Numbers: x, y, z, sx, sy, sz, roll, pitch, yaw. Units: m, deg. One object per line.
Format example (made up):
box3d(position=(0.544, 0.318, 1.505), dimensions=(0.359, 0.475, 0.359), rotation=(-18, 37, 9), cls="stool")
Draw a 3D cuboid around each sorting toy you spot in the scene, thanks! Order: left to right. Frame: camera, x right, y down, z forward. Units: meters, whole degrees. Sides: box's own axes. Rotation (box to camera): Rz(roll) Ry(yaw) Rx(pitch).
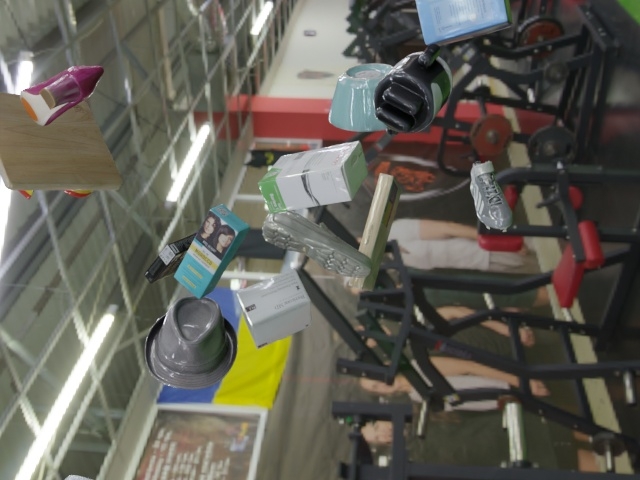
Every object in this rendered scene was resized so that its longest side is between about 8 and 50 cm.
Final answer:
box3d(position=(-0.615, -0.199, 1.451), dimensions=(0.257, 0.089, 0.255), rotation=(-5, -122, -48), cls="sorting toy")

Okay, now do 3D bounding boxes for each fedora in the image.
box3d(position=(-0.335, 0.245, 1.713), dimensions=(0.275, 0.243, 0.124), rotation=(-80, 2, -54), cls="fedora")

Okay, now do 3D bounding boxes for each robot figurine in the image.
box3d(position=(0.242, -0.391, 1.713), dimensions=(0.173, 0.209, 0.278), rotation=(59, -139, -19), cls="robot figurine")

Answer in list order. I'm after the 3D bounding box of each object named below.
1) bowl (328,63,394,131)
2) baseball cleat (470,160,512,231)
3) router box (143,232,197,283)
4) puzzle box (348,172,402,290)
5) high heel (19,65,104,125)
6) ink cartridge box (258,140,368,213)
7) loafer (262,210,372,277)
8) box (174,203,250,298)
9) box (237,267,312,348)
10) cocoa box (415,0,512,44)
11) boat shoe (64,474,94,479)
box3d(position=(0.177, -0.512, 2.262), dimensions=(0.311, 0.311, 0.163), rotation=(-80, -13, -58), cls="bowl")
box3d(position=(0.370, -0.109, 1.445), dimensions=(0.206, 0.072, 0.109), rotation=(-103, -2, -57), cls="baseball cleat")
box3d(position=(-0.471, 0.058, 2.089), dimensions=(0.179, 0.046, 0.133), rotation=(-43, -9, 36), cls="router box")
box3d(position=(0.202, -0.020, 2.339), dimensions=(0.272, 0.052, 0.409), rotation=(27, -101, -75), cls="puzzle box")
box3d(position=(-0.513, -0.294, 1.286), dimensions=(0.244, 0.117, 0.082), rotation=(-6, 118, 56), cls="high heel")
box3d(position=(-0.013, -0.151, 1.550), dimensions=(0.160, 0.219, 0.092), rotation=(-58, -45, -53), cls="ink cartridge box")
box3d(position=(0.000, 0.000, 1.779), dimensions=(0.111, 0.319, 0.112), rotation=(-65, 3, -37), cls="loafer")
box3d(position=(-0.288, 0.031, 1.711), dimensions=(0.244, 0.100, 0.060), rotation=(-57, -12, 28), cls="box")
box3d(position=(-0.128, 0.197, 1.865), dimensions=(0.182, 0.181, 0.119), rotation=(89, 155, -58), cls="box")
box3d(position=(0.374, -0.730, 1.772), dimensions=(0.228, 0.231, 0.347), rotation=(-39, -64, -65), cls="cocoa box")
box3d(position=(-0.507, 0.689, 1.619), dimensions=(0.119, 0.335, 0.121), rotation=(-71, -14, -44), cls="boat shoe")
